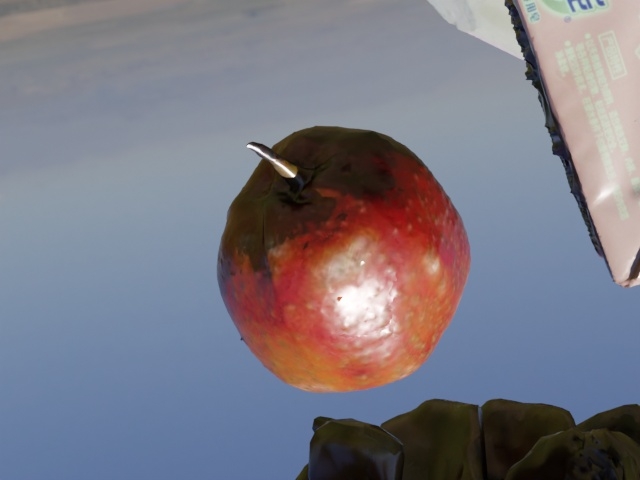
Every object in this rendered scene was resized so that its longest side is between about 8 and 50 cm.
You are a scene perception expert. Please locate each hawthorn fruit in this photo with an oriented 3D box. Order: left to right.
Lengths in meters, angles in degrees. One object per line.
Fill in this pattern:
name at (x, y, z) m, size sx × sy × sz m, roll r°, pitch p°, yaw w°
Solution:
hawthorn fruit at (0.000, 0.000, 1.391) m, size 0.254 × 0.300 × 0.254 m, roll -23°, pitch -136°, yaw 24°

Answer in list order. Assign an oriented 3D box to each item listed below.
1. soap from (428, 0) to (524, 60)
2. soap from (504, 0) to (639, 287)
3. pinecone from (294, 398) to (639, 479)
soap at (0.276, -0.262, 1.249) m, size 0.302 × 0.258 × 0.159 m, roll 25°, pitch 158°, yaw -17°
soap at (0.183, -0.115, 0.951) m, size 0.098 × 0.273 × 0.218 m, roll -20°, pitch -164°, yaw 6°
pinecone at (0.046, 0.161, 0.390) m, size 0.257 × 0.243 × 0.243 m, roll 16°, pitch 171°, yaw -35°
